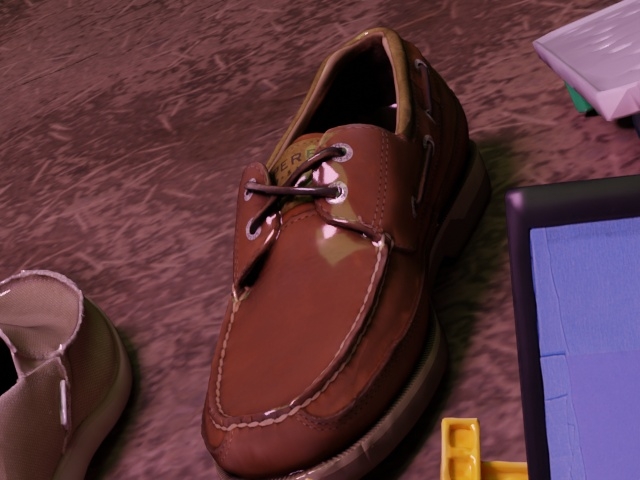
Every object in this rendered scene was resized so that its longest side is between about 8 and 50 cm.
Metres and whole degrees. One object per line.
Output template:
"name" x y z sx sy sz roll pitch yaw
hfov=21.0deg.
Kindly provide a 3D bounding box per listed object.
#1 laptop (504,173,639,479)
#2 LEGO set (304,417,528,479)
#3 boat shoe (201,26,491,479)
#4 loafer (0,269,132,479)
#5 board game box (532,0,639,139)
"laptop" 0.156 0.093 0.363 0.234 0.137 0.264 -6 26 13
"LEGO set" 0.051 0.135 0.520 0.287 0.107 0.132 -27 58 -20
"boat shoe" 0.000 0.000 0.800 0.110 0.104 0.307 -15 25 20
"loafer" -0.154 0.074 0.804 0.101 0.092 0.268 -20 23 7
"board game box" 0.292 -0.133 0.748 0.389 0.050 0.390 -23 7 7
